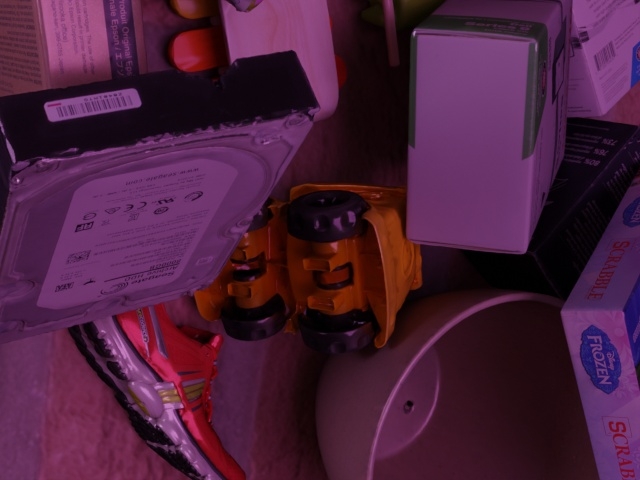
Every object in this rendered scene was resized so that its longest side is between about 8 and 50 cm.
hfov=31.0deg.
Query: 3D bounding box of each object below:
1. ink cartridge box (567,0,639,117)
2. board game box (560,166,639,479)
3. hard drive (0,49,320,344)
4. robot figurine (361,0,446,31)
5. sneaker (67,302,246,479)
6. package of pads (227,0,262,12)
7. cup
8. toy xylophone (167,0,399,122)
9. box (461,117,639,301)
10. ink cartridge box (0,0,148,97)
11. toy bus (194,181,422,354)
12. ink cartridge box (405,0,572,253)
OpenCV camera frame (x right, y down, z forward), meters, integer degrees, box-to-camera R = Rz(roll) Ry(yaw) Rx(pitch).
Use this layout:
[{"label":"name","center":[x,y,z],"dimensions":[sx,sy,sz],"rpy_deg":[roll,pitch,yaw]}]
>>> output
[{"label":"ink cartridge box","center":[0.305,-0.258,1.338],"dimensions":[0.139,0.082,0.191],"rpy_deg":[-41,118,-35]},{"label":"board game box","center":[0.360,0.122,1.221],"dimensions":[0.319,0.066,0.318],"rpy_deg":[-48,128,-47]},{"label":"hard drive","center":[-0.162,-0.021,0.940],"dimensions":[0.237,0.339,0.064],"rpy_deg":[-13,71,-28]},{"label":"robot figurine","center":[0.098,-0.263,1.234],"dimensions":[0.115,0.067,0.101],"rpy_deg":[-22,120,-27]},{"label":"sneaker","center":[-0.135,0.146,1.160],"dimensions":[0.118,0.107,0.279],"rpy_deg":[-41,119,-24]},{"label":"package of pads","center":[-0.057,-0.372,1.019],"dimensions":[0.229,0.101,0.296],"rpy_deg":[38,64,-10]},{"label":"cup","center":[0.124,0.192,1.247],"dimensions":[0.331,0.237,0.331],"rpy_deg":[-8,105,-31]},{"label":"toy xylophone","center":[-0.039,-0.246,1.145],"dimensions":[0.236,0.081,0.323],"rpy_deg":[-8,105,-30]},{"label":"box","center":[0.281,-0.036,1.346],"dimensions":[0.207,0.153,0.108],"rpy_deg":[-48,121,-13]},{"label":"ink cartridge box","center":[-0.225,-0.191,0.951],"dimensions":[0.088,0.234,0.193],"rpy_deg":[-13,108,-28]},{"label":"toy bus","center":[0.000,0.000,1.183],"dimensions":[0.211,0.220,0.149],"rpy_deg":[-44,132,-54]},{"label":"ink cartridge box","center":[0.179,-0.140,1.175],"dimensions":[0.289,0.121,0.211],"rpy_deg":[-51,144,-61]}]
